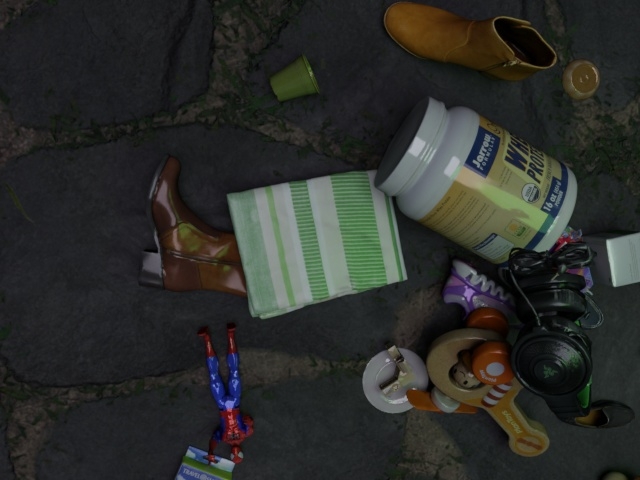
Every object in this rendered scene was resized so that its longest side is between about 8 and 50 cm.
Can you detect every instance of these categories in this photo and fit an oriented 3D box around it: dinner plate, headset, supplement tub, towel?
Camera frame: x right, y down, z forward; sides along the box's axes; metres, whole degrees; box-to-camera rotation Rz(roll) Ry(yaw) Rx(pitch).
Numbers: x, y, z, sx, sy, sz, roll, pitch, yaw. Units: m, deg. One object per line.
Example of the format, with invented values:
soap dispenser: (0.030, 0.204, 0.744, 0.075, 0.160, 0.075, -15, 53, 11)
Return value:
dinner plate: (0.158, 0.294, 1.293, 0.141, 0.017, 0.141, -1, 97, -5)
headset: (0.427, 0.145, 1.078, 0.185, 0.243, 0.394, -14, 132, 31)
supplement tub: (0.283, -0.108, 1.157, 0.316, 0.228, 0.228, 28, 92, -9)
towel: (0.000, 0.000, 1.208, 0.324, 0.038, 0.248, -13, 98, -15)

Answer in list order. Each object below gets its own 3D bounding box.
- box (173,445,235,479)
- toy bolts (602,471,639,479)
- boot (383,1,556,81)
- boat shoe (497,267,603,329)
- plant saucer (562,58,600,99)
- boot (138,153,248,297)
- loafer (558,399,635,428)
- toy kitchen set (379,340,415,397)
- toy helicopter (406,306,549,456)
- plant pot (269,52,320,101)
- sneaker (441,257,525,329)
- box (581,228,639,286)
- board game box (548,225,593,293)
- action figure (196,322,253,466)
box: (-0.255, 0.521, 1.259, 0.109, 0.042, 0.178, 23, 94, -8)
toy bolts: (0.667, 0.632, 1.351, 0.228, 0.158, 0.218, -54, 139, -9)
boot: (0.270, -0.381, 1.136, 0.295, 0.211, 0.104, 23, 92, -8)
boat shoe: (0.486, 0.111, 1.277, 0.254, 0.079, 0.095, 36, 90, -9)
plant saucer: (0.537, -0.331, 1.269, 0.083, 0.015, 0.083, -1, 96, -7)
boot: (-0.191, -0.018, 1.184, 0.280, 0.096, 0.264, 6, 91, -9)
loafer: (0.598, 0.380, 1.326, 0.170, 0.061, 0.062, 0, 95, -7)
toy kitchen set: (0.142, 0.263, 1.244, 0.075, 0.068, 0.083, -33, 98, -1)
toy helicopter: (0.332, 0.320, 1.240, 0.235, 0.140, 0.355, -31, 111, 22)
plant pot: (-0.053, -0.303, 1.181, 0.079, 0.083, 0.083, -21, 98, 8)
sneaker: (0.344, 0.137, 1.264, 0.236, 0.095, 0.104, 34, 98, -4)
box: (0.605, 0.034, 1.271, 0.087, 0.101, 0.102, -12, 96, -5)
board game box: (0.489, 0.026, 1.247, 0.133, 0.033, 0.169, 6, 62, -15)
action figure: (-0.183, 0.316, 1.202, 0.091, 0.139, 0.280, -9, 99, -4)
